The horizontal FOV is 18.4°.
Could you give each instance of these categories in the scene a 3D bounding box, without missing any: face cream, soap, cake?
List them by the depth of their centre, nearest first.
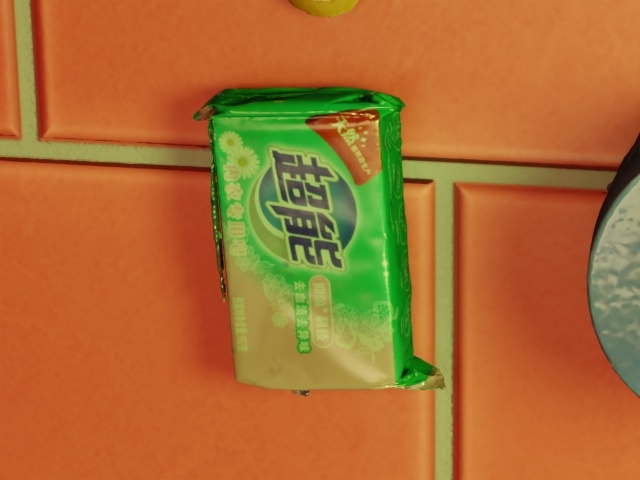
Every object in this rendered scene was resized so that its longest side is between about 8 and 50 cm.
[{"bbox_3d":[0.345,0.010,1.595,0.249,0.225,0.249,3,106,13],"label":"face cream"},{"bbox_3d":[0.004,-0.237,1.720,0.084,0.044,0.084,5,109,15],"label":"cake"},{"bbox_3d":[0.000,-0.001,1.764,0.218,0.098,0.273,-1,108,10],"label":"soap"}]
